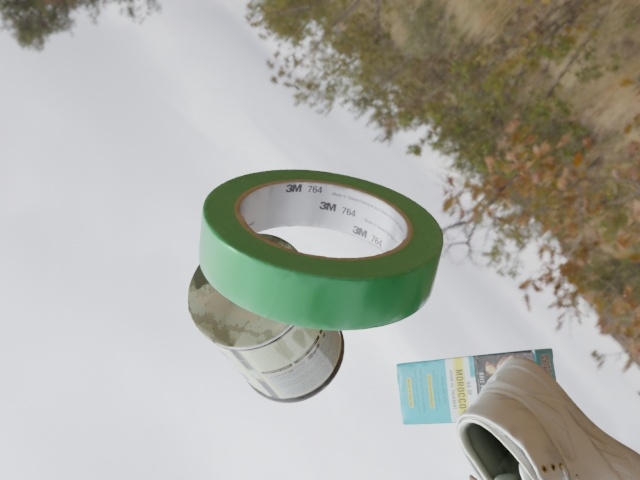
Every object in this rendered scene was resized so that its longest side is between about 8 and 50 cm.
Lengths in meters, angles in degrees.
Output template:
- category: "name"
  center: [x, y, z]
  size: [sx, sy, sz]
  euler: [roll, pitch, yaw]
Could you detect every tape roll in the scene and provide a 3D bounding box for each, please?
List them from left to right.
- category: "tape roll"
  center: [0.000, 0.000, 1.007]
  size: [0.321, 0.077, 0.321]
  euler: [8, -153, -4]

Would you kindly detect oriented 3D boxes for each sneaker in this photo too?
- category: "sneaker"
  center: [0.275, 0.277, 0.827]
  size: [0.292, 0.108, 0.169]
  euler: [43, -142, 17]

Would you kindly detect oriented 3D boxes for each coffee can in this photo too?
- category: "coffee can"
  center: [-0.083, 0.141, 1.285]
  size: [0.201, 0.201, 0.275]
  euler: [51, 172, 32]

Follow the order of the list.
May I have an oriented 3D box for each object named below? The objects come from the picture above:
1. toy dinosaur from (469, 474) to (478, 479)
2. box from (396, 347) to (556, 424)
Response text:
- category: "toy dinosaur"
  center: [0.367, 0.501, 1.272]
  size: [0.296, 0.200, 0.127]
  euler: [20, 161, 26]
- category: "box"
  center: [0.235, 0.226, 1.144]
  size: [0.060, 0.244, 0.100]
  euler: [8, -107, -48]
